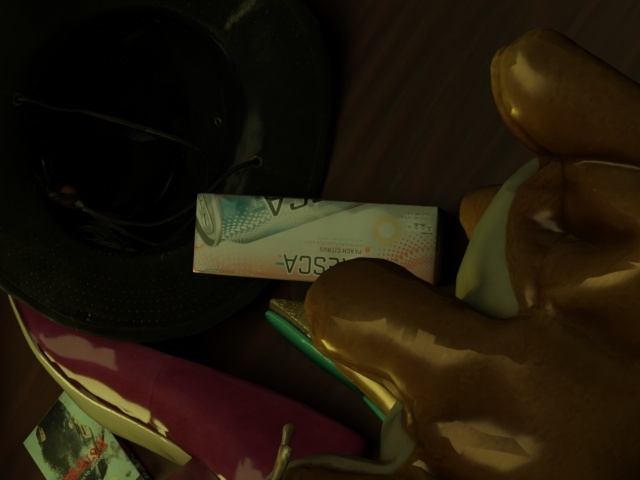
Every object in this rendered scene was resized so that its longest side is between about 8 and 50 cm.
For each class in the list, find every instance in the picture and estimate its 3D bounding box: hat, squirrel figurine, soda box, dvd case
[{"bbox_3d":[-0.147,-0.093,1.235,0.134,0.331,0.331,-138,63,-74],"label":"hat"},{"bbox_3d":[0.150,0.153,0.916,0.397,0.281,0.370,34,73,3],"label":"squirrel figurine"},{"bbox_3d":[0.000,0.000,1.153,0.183,0.058,0.063,3,90,8],"label":"soda box"},{"bbox_3d":[-0.204,0.192,1.346,0.087,0.013,0.119,-49,64,21],"label":"dvd case"}]

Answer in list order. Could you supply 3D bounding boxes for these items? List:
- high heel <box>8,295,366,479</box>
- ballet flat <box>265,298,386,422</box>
[{"bbox_3d":[-0.121,0.097,1.268,0.181,0.127,0.377,-35,62,-4],"label":"high heel"},{"bbox_3d":[0.046,0.096,1.164,0.067,0.073,0.206,-45,64,-7],"label":"ballet flat"}]
